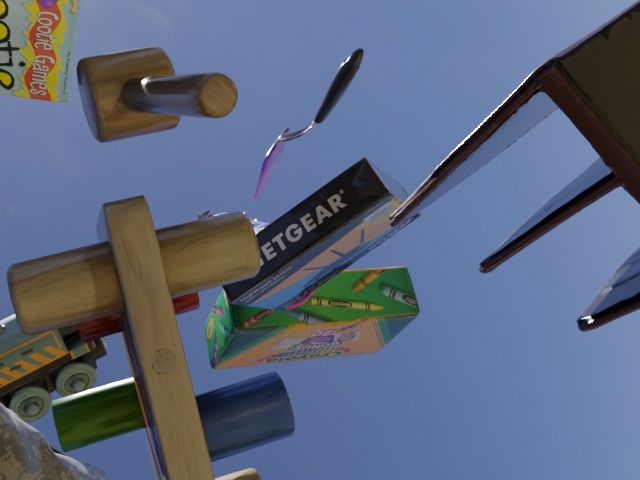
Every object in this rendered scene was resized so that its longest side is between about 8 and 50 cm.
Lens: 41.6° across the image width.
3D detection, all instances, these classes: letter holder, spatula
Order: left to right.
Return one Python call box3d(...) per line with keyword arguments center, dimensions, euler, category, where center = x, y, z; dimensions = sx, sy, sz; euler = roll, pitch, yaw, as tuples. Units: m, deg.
box3d(center=(-0.019, -0.148, 1.069), dimensions=(0.030, 0.296, 0.084), euler=(37, -129, -9), category="spatula")
box3d(center=(0.223, -0.065, 0.629), dimensions=(0.302, 0.214, 0.152), euler=(-35, -96, -37), category="letter holder")

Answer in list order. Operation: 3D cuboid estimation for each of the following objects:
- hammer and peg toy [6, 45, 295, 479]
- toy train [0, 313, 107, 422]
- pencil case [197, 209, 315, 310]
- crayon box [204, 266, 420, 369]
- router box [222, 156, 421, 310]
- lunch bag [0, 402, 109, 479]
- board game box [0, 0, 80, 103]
box3d(center=(-0.108, 0.054, 0.504), dimensions=(0.127, 0.266, 0.361), euler=(-14, -88, -16), category="hammer and peg toy")
box3d(center=(-0.552, 0.226, 1.500), dimensions=(0.334, 0.142, 0.190), euler=(-26, -51, -18), category="toy train")
box3d(center=(-0.082, 0.017, 1.030), dimensions=(0.104, 0.236, 0.104), euler=(-4, -80, -24), category="pencil case")
box3d(center=(-0.017, 0.114, 1.238), dimensions=(0.279, 0.165, 0.081), euler=(-3, -115, -21), category="crayon box")
box3d(center=(0.000, 0.000, 0.810), dimensions=(0.046, 0.179, 0.133), euler=(58, -168, 17), category="router box")
box3d(center=(-0.398, 0.347, 1.049), dimensions=(0.305, 0.213, 0.256), euler=(58, -152, -44), category="lunch bag")
box3d(center=(-0.416, -0.246, 0.918), dimensions=(0.275, 0.142, 0.144), euler=(4, -76, -26), category="board game box")
